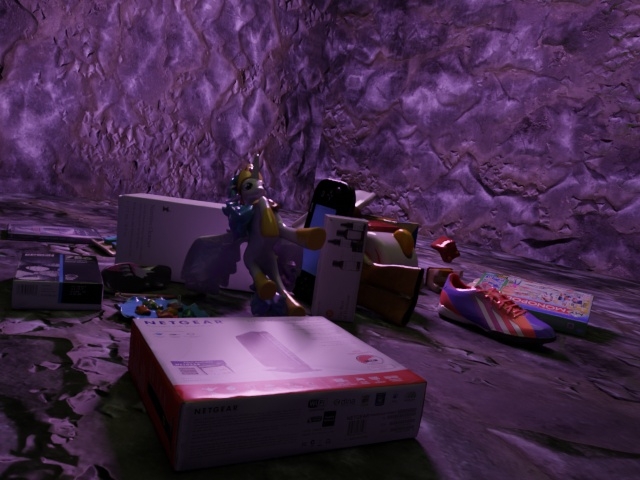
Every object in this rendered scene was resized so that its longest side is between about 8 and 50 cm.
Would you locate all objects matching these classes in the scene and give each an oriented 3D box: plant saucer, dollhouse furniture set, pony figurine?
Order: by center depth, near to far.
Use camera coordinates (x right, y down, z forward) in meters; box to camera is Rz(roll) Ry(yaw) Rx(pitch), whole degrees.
[{"bbox_3d":[-0.132,0.025,1.250,0.302,0.351,0.363,0,29,-26],"label":"pony figurine"},{"bbox_3d":[0.274,0.050,1.807,0.373,0.202,0.152,4,8,-22],"label":"dollhouse furniture set"},{"bbox_3d":[0.010,-0.078,1.979,0.400,0.101,0.400,-36,3,2],"label":"plant saucer"}]

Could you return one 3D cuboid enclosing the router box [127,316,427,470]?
[{"bbox_3d":[-0.077,0.191,0.793,0.335,0.082,0.301,4,8,-30],"label":"router box"}]

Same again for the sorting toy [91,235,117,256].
[{"bbox_3d":[-0.600,0.006,1.777,0.208,0.038,0.193,-6,14,-36],"label":"sorting toy"}]

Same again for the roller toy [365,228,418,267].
[{"bbox_3d":[0.169,0.071,1.547,0.146,0.210,0.191,3,0,-38],"label":"roller toy"}]

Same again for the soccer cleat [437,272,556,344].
[{"bbox_3d":[0.427,0.169,1.376,0.108,0.117,0.318,2,9,-39],"label":"soccer cleat"}]

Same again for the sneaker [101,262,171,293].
[{"bbox_3d":[-0.444,0.090,1.319,0.077,0.072,0.178,-2,-7,34],"label":"sneaker"}]

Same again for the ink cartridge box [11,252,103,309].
[{"bbox_3d":[-0.574,0.078,1.225,0.165,0.065,0.332,4,7,-26],"label":"ink cartridge box"}]

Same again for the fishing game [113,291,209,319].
[{"bbox_3d":[-0.320,0.136,1.141,0.189,0.041,0.264,6,7,-36],"label":"fishing game"}]

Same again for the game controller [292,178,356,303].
[{"bbox_3d":[0.000,0.000,1.440,0.067,0.319,0.166,14,5,-42],"label":"game controller"}]

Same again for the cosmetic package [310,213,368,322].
[{"bbox_3d":[0.043,0.064,1.293,0.098,0.239,0.060,7,8,-7],"label":"cosmetic package"}]

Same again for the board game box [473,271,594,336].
[{"bbox_3d":[0.606,0.176,1.613,0.317,0.046,0.213,12,21,26],"label":"board game box"}]

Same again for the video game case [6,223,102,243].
[{"bbox_3d":[-0.874,-0.022,1.837,0.274,0.026,0.196,5,8,-29],"label":"video game case"}]

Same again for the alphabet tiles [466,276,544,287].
[{"bbox_3d":[0.596,0.166,1.765,0.277,0.021,0.284,13,19,37],"label":"alphabet tiles"}]

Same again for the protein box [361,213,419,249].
[{"bbox_3d":[0.220,0.018,2.003,0.201,0.200,0.135,14,9,44],"label":"protein box"}]

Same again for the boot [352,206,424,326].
[{"bbox_3d":[0.133,0.052,1.402,0.096,0.264,0.280,21,-6,-43],"label":"boot"}]

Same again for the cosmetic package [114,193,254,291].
[{"bbox_3d":[-0.331,0.002,1.496,0.384,0.217,0.156,6,7,2],"label":"cosmetic package"}]
